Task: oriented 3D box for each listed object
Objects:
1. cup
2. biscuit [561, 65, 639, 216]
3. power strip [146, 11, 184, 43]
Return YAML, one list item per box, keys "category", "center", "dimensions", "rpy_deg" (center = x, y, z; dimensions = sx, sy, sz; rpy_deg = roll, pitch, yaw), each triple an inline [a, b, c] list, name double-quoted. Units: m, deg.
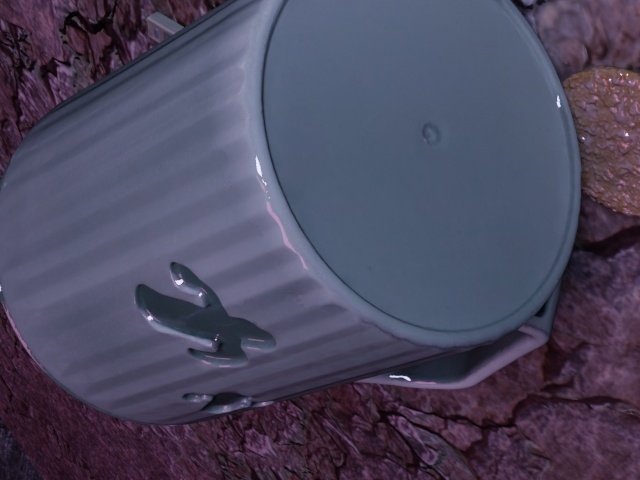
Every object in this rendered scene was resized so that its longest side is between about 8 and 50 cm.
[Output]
- category: "cup"
  center: [-0.005, -0.024, 0.745]
  dimensions: [0.392, 0.401, 0.310]
  rpy_deg: [-19, 76, 54]
- category: "biscuit"
  center: [0.204, -0.065, 0.648]
  dimensions: [0.120, 0.015, 0.120]
  rpy_deg: [33, 146, 26]
- category: "power strip"
  center: [-0.141, -0.197, 0.935]
  dimensions: [0.083, 0.017, 0.027]
  rpy_deg: [33, 144, 22]
